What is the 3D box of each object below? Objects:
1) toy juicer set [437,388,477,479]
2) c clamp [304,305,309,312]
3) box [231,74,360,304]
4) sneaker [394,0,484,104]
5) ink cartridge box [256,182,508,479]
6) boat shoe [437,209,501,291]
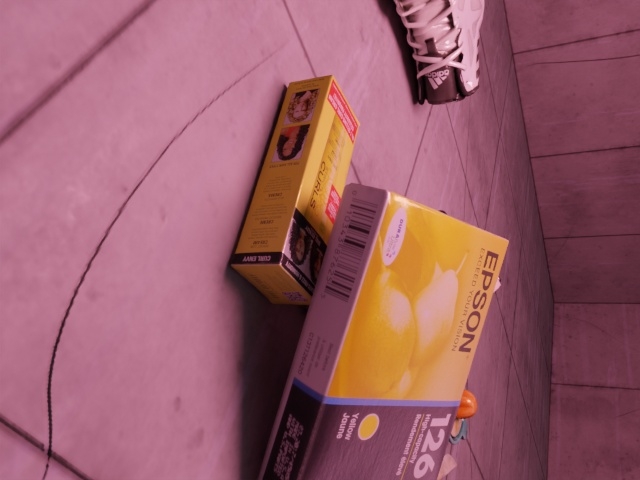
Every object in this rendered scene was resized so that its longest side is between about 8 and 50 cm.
[{"bbox_3d":[0.213,0.297,0.957,0.209,0.089,0.329,-27,112,-60],"label":"toy juicer set"},{"bbox_3d":[0.000,0.000,0.655,0.137,0.022,0.161,71,31,-42],"label":"c clamp"},{"bbox_3d":[-0.018,-0.055,0.582,0.087,0.058,0.232,52,43,-48],"label":"box"},{"bbox_3d":[0.199,-0.361,0.910,0.447,0.169,0.258,-13,97,-64],"label":"sneaker"},{"bbox_3d":[0.105,0.124,0.608,0.307,0.072,0.304,15,91,-40],"label":"ink cartridge box"},{"bbox_3d":[0.115,0.075,0.793,0.340,0.127,0.158,-28,80,-46],"label":"boat shoe"}]
